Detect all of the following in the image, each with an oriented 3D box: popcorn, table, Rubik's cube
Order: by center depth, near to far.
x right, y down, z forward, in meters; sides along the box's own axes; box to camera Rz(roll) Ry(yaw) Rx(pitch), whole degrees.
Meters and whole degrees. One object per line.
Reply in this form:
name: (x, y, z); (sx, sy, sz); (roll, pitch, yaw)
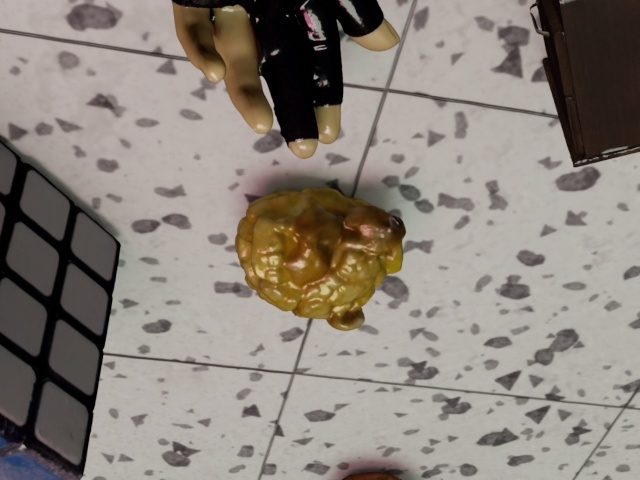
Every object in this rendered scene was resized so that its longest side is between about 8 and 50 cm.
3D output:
table: (0.285, -0.209, 0.986); (0.172, 0.169, 0.193); (-13, 135, 10)
Rubik's cube: (-0.459, 0.090, 1.124); (0.344, 0.344, 0.337); (-24, 132, 22)
popcorn: (-0.001, 0.015, 1.226); (0.194, 0.140, 0.163); (-6, 128, -11)

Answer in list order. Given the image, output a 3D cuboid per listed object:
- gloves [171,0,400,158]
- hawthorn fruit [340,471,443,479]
gloves: (-0.041, -0.219, 0.964); (0.197, 0.152, 0.301); (-11, 110, 16)
hawthorn fruit: (0.097, 0.424, 1.634); (0.189, 0.149, 0.149); (-10, 135, 8)
